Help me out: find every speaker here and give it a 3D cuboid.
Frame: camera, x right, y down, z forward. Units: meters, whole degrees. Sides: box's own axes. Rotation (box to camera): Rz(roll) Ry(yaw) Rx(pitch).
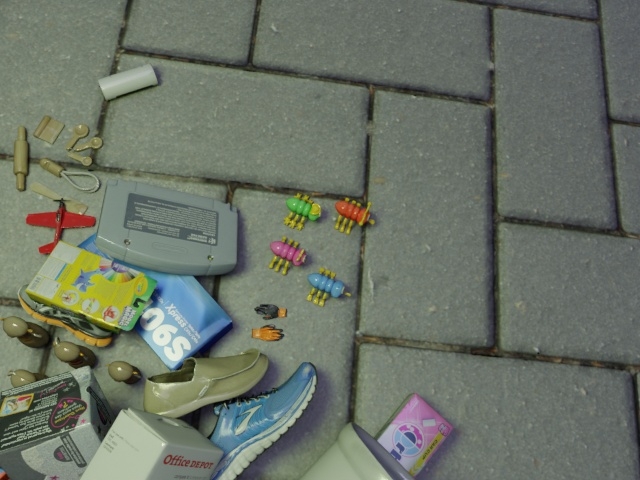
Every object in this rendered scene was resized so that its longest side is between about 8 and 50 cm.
[{"bbox_3d":[-0.476,-0.392,1.424,0.136,0.055,0.055,-23,76,-14],"label":"speaker"}]

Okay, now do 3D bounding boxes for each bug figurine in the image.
[{"bbox_3d":[0.000,0.000,1.342,0.216,0.072,0.279,20,71,0],"label":"bug figurine"}]

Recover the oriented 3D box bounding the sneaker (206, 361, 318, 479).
[{"bbox_3d":[-0.143,0.356,1.175,0.330,0.130,0.147,-39,83,-17],"label":"sneaker"}]

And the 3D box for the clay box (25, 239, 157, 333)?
[{"bbox_3d":[-0.458,0.100,1.173,0.222,0.053,0.127,22,60,0],"label":"clay box"}]

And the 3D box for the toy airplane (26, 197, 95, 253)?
[{"bbox_3d":[-0.591,-0.025,1.295,0.151,0.028,0.151,2,75,-8],"label":"toy airplane"}]

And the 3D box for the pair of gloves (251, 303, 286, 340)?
[{"bbox_3d":[-0.116,0.184,1.298,0.074,0.010,0.083,7,70,-4],"label":"pair of gloves"}]

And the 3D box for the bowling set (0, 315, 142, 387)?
[{"bbox_3d":[-0.517,0.287,1.137,0.287,0.154,0.200,19,70,0],"label":"bowling set"}]

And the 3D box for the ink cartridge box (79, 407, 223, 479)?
[{"bbox_3d":[-0.320,0.452,0.996,0.117,0.201,0.278,23,77,28],"label":"ink cartridge box"}]

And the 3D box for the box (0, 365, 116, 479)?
[{"bbox_3d":[-0.455,0.378,1.048,0.163,0.247,0.142,-15,39,-12],"label":"box"}]

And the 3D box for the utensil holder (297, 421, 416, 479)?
[{"bbox_3d":[0.029,0.568,0.992,0.385,0.327,0.327,-43,81,-5],"label":"utensil holder"}]

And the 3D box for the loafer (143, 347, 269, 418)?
[{"bbox_3d":[-0.229,0.275,1.159,0.268,0.102,0.092,-21,107,-26],"label":"loafer"}]

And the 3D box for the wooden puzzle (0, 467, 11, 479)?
[{"bbox_3d":[-0.737,0.520,1.070,0.322,0.080,0.348,14,70,-2],"label":"wooden puzzle"}]

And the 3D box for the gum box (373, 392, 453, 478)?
[{"bbox_3d":[0.177,0.432,1.222,0.107,0.062,0.188,42,72,8],"label":"gum box"}]

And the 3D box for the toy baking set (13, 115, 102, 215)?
[{"bbox_3d":[-0.616,-0.180,1.348,0.197,0.030,0.256,-1,72,-7],"label":"toy baking set"}]

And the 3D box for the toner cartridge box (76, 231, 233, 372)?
[{"bbox_3d":[-0.365,0.109,1.258,0.165,0.075,0.348,-41,80,-19],"label":"toner cartridge box"}]

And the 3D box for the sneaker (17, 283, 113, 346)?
[{"bbox_3d":[-0.525,0.140,1.213,0.215,0.084,0.083,27,103,-7],"label":"sneaker"}]

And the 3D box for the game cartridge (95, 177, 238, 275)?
[{"bbox_3d":[-0.326,-0.022,1.254,0.294,0.060,0.196,12,47,-21],"label":"game cartridge"}]
